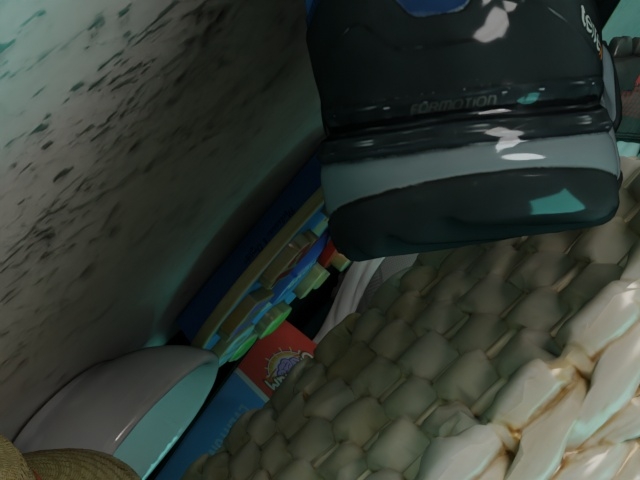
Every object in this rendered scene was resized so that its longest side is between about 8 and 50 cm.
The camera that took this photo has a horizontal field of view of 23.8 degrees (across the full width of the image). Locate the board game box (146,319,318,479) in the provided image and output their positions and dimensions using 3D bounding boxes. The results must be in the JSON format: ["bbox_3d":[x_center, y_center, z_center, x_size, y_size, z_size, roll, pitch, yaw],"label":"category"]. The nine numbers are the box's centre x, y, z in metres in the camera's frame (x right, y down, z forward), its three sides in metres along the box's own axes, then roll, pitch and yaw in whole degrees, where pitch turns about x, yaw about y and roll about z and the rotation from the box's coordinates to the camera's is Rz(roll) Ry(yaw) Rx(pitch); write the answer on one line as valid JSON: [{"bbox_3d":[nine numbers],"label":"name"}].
[{"bbox_3d":[-0.123,0.221,0.970,0.316,0.064,0.242,-53,180,31],"label":"board game box"}]

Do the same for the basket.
[{"bbox_3d":[0.090,0.161,0.569,0.328,0.266,0.331,-44,-173,-2],"label":"basket"}]

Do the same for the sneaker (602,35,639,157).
[{"bbox_3d":[0.169,-0.061,1.012,0.276,0.098,0.135,30,68,-80],"label":"sneaker"}]

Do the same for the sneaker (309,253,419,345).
[{"bbox_3d":[0.051,0.070,1.086,0.271,0.108,0.100,-58,164,9],"label":"sneaker"}]

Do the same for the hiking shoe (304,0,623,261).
[{"bbox_3d":[0.050,-0.086,0.521,0.113,0.132,0.304,-7,-169,2],"label":"hiking shoe"}]

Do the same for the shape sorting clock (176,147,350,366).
[{"bbox_3d":[0.000,0.000,0.836,0.206,0.040,0.206,-44,169,-11],"label":"shape sorting clock"}]

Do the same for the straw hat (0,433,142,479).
[{"bbox_3d":[-0.142,0.107,0.604,0.144,0.144,0.061,-40,125,-33],"label":"straw hat"}]

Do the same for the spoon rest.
[{"bbox_3d":[-0.144,0.153,0.720,0.276,0.084,0.137,-42,169,-20],"label":"spoon rest"}]
